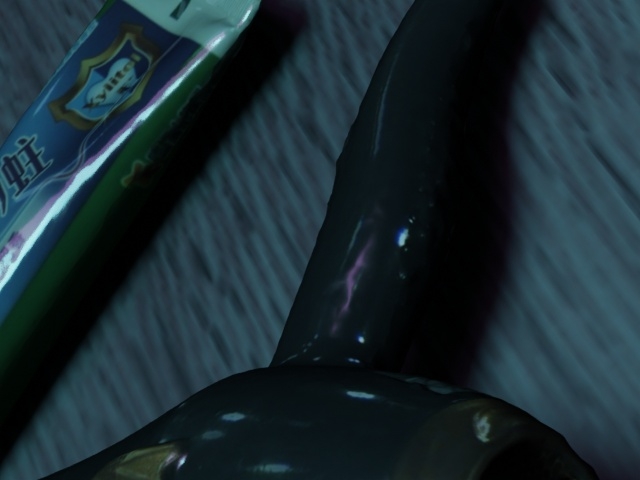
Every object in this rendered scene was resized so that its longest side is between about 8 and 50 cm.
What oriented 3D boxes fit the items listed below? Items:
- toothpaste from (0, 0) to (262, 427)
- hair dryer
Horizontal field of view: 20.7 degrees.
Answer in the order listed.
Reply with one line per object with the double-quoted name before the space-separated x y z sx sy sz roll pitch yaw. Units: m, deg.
"toothpaste" -0.150 0.053 0.696 0.392 0.061 0.099 -58 38 1
"hair dryer" 0.000 0.000 0.597 0.304 0.120 0.359 -14 48 52
